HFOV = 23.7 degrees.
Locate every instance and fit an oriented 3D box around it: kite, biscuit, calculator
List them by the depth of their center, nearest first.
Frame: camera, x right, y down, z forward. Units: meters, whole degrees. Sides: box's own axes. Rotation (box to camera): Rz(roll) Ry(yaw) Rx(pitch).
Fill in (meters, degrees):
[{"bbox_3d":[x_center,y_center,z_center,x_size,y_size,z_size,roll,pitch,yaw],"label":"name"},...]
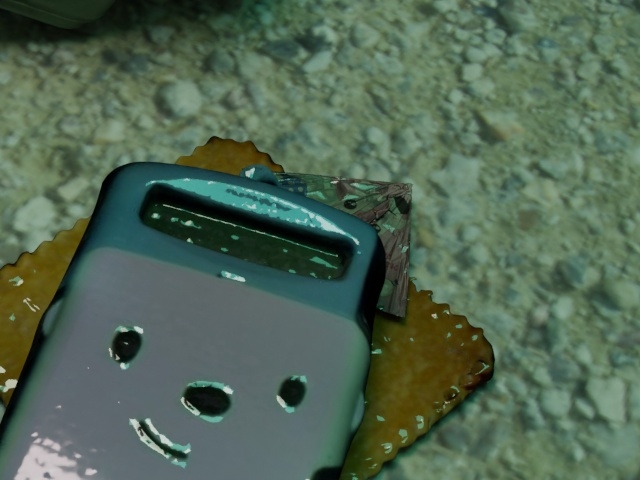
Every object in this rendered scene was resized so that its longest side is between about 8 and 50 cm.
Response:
[{"bbox_3d":[-0.063,0.074,0.775,0.173,0.051,0.293,16,54,2],"label":"calculator"},{"bbox_3d":[-0.054,0.055,0.839,0.232,0.013,0.237,40,55,20],"label":"biscuit"},{"bbox_3d":[0.000,0.000,0.881,0.156,0.011,0.139,-29,59,-30],"label":"kite"}]

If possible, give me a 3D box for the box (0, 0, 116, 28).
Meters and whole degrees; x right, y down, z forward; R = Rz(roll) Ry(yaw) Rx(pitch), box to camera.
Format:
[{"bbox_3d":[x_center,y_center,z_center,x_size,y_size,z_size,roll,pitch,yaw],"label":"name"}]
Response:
[{"bbox_3d":[-0.176,-0.292,0.970,0.175,0.182,0.312,15,42,-41],"label":"box"}]
